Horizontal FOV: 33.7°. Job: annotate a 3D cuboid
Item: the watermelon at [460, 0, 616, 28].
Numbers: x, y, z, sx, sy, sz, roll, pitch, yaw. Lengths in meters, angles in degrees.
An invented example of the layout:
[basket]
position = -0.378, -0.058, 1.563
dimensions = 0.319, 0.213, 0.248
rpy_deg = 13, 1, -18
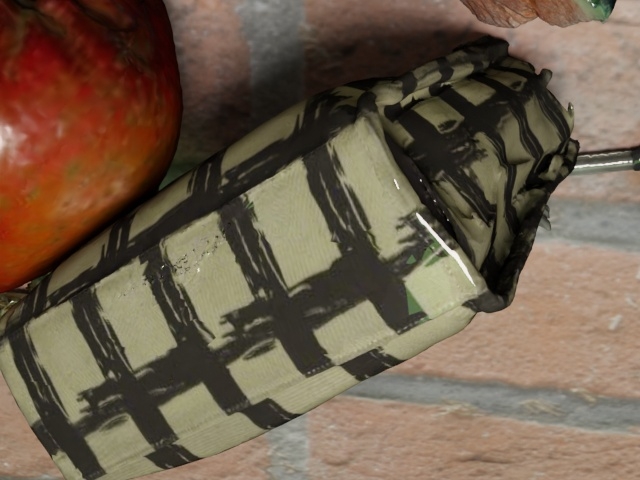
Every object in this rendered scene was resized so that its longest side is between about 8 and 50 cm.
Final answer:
[watermelon]
position = 0.095, -0.207, 0.659
dimensions = 0.207, 0.136, 0.202
rpy_deg = 14, 129, 15

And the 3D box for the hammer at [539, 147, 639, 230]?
[hammer]
position = 0.262, -0.061, 0.828
dimensions = 0.246, 0.029, 0.103
rpy_deg = -4, 131, 10

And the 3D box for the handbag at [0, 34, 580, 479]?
[handbag]
position = 0.000, 0.000, 0.712
dimensions = 0.325, 0.327, 0.162
rpy_deg = -29, 92, 31

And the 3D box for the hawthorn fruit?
[hawthorn fruit]
position = -0.234, -0.075, 0.747
dimensions = 0.254, 0.254, 0.300
rpy_deg = 20, 141, -10

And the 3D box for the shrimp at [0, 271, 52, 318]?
[shrimp]
position = -0.289, 0.033, 0.981
dimensions = 0.150, 0.051, 0.217
rpy_deg = 14, 137, 5
